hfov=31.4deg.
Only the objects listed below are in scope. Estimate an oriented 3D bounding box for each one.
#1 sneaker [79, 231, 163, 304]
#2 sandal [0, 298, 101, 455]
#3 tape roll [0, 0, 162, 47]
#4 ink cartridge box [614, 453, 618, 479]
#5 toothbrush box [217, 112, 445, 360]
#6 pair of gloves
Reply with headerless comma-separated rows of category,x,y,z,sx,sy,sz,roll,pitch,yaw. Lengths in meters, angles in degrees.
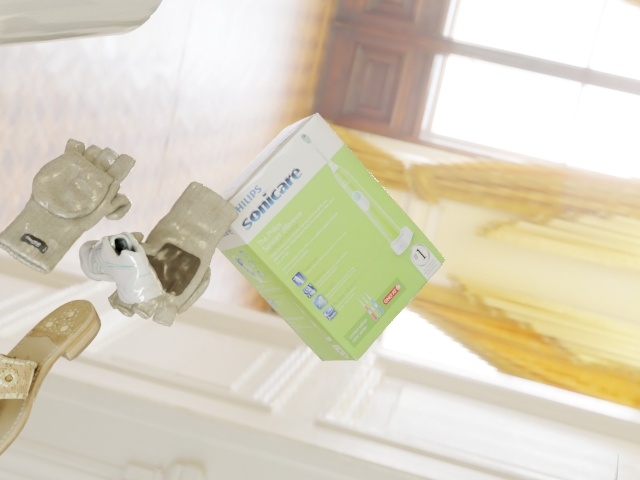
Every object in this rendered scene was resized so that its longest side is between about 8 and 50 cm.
sneaker,-0.210,0.016,1.180,0.053,0.152,0.061,-22,115,-29
sandal,-0.305,0.120,1.085,0.240,0.088,0.079,-53,136,-41
tape roll,-0.260,-0.295,0.997,0.169,0.246,0.246,-15,125,-41
ink cartridge box,0.381,0.402,1.410,0.171,0.056,0.235,64,36,-63
toothbrush box,0.000,0.000,1.588,0.206,0.283,0.122,-48,-165,-21
pair of gloves,-0.236,-0.011,1.355,0.204,0.240,0.042,-68,-174,-35
